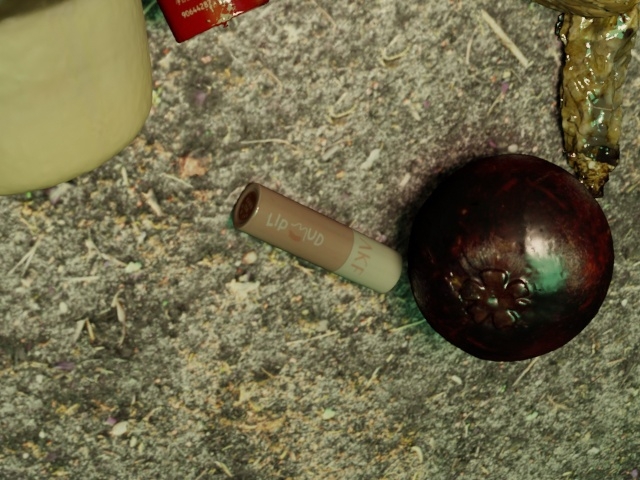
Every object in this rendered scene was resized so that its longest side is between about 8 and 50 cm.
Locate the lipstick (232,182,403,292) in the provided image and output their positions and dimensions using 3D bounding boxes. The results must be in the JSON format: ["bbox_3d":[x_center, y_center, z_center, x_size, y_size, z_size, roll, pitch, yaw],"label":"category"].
[{"bbox_3d":[0.000,0.000,1.372,0.254,0.070,0.070,25,106,-29],"label":"lipstick"}]

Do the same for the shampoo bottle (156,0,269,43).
[{"bbox_3d":[-0.170,-0.376,1.053,0.118,0.076,0.314,-24,103,8],"label":"shampoo bottle"}]

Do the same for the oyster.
[{"bbox_3d":[0.412,-0.212,1.423,0.128,0.078,0.345,-17,119,-22],"label":"oyster"}]

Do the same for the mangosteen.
[{"bbox_3d":[0.265,0.015,1.377,0.297,0.293,0.297,4,133,5],"label":"mangosteen"}]

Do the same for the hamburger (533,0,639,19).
[{"bbox_3d":[0.280,-0.400,1.158,0.318,0.277,0.195,22,99,-24],"label":"hamburger"}]

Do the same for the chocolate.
[{"bbox_3d":[-0.340,-0.185,1.010,0.326,0.314,0.297,-8,122,-18],"label":"chocolate"}]
